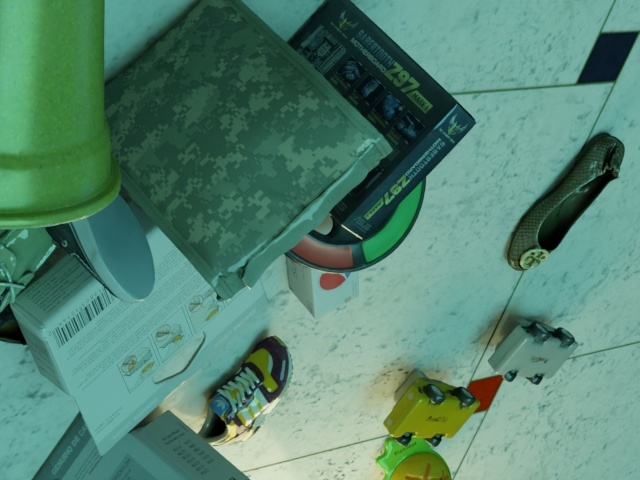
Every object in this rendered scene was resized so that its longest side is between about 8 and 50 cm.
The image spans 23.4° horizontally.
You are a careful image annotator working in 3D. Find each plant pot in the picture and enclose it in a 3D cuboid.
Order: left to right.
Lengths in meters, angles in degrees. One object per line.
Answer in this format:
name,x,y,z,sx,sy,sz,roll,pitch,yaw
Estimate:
plant pot,-0.299,-0.183,1.378,0.276,0.276,0.253,-8,121,-38

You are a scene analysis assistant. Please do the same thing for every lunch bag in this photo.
lunch bag,-0.085,-0.091,1.618,0.235,0.287,0.169,-42,144,-2

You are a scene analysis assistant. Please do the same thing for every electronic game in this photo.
electronic game,0.024,-0.074,1.856,0.229,0.048,0.229,-3,96,-25

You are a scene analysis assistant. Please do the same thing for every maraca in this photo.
maraca,0.152,0.388,2.508,0.127,0.099,0.185,-29,117,-21

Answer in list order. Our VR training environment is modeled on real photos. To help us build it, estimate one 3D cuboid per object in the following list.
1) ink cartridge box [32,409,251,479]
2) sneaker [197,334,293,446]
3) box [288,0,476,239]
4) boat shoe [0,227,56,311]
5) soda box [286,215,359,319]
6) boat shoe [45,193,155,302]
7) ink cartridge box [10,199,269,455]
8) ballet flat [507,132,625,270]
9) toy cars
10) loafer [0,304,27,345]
ink cartridge box,-0.257,0.391,2.042,0.309,0.272,0.130,-53,170,16
sneaker,-0.104,0.210,2.099,0.084,0.069,0.185,-6,131,-46
box,0.034,-0.142,1.720,0.183,0.232,0.059,-47,146,7
boat shoe,-0.364,0.042,1.659,0.302,0.094,0.109,-41,145,-3
soda box,0.000,0.000,1.978,0.074,0.069,0.216,-27,142,-19
boat shoe,-0.260,-0.028,1.611,0.076,0.228,0.080,-24,-164,38
ink cartridge box,-0.202,0.073,1.810,0.296,0.066,0.261,-42,146,-24
ballet flat,0.367,-0.048,2.279,0.084,0.058,0.250,20,113,-50
toy cars,0.241,0.207,2.413,0.394,0.087,0.176,-27,147,-25
loafer,-0.332,0.100,1.778,0.170,0.061,0.062,9,120,-48
